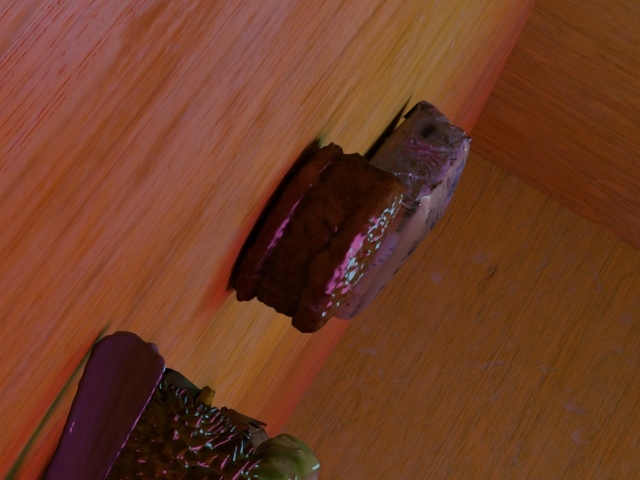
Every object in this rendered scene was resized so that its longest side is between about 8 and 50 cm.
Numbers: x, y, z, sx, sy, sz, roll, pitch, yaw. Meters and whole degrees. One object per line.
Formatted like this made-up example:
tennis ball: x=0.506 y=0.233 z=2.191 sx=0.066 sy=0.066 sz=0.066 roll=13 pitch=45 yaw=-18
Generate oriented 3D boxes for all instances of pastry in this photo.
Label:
pastry: x=0.000 y=0.000 z=1.309 sx=0.188 sy=0.103 sz=0.189 roll=-57 pitch=173 yaw=-10

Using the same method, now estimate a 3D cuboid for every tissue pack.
tissue pack: x=0.097 y=-0.037 z=1.842 sx=0.215 sy=0.123 sz=0.256 roll=-49 pitch=168 yaw=-46

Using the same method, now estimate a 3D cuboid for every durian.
durian: x=-0.126 y=0.197 z=1.055 sx=0.159 sy=0.146 sz=0.198 roll=-57 pitch=171 yaw=0

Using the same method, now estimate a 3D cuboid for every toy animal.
toy animal: x=-0.213 y=0.248 z=0.872 sx=0.367 sy=0.081 sz=0.206 roll=-60 pitch=-167 yaw=17

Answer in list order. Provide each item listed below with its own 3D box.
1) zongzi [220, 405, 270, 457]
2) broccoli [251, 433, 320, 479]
zongzi: x=-0.159 y=0.297 z=1.567 sx=0.194 sy=0.099 sz=0.197 roll=-60 pitch=163 yaw=14
broccoli: x=-0.086 y=0.287 z=1.375 sx=0.361 sy=0.221 sz=0.252 roll=-45 pitch=161 yaw=-50
